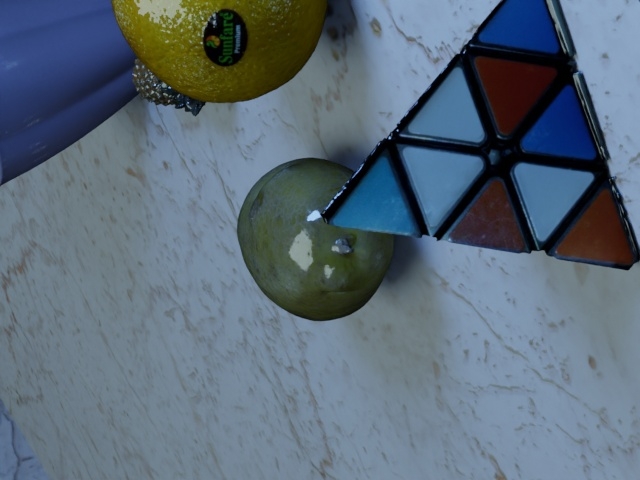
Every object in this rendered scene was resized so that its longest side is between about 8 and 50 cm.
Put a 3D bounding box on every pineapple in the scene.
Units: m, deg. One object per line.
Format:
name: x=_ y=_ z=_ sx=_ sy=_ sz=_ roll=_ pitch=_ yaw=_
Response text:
pineapple: x=-0.168 y=-0.190 z=2.237 sx=0.159 sy=0.074 sz=0.074 roll=23 pitch=133 yaw=55

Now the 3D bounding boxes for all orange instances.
orange: x=-0.102 y=-0.255 z=1.868 sx=0.236 sy=0.236 sz=0.236 roll=45 pitch=150 yaw=36

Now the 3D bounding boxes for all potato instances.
potato: x=0.000 y=0.000 z=1.989 sx=0.174 sy=0.159 sz=0.251 roll=41 pitch=171 yaw=-11

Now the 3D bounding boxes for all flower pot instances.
flower pot: x=-0.378 y=-0.231 z=2.420 sx=0.265 sy=0.243 sz=0.265 roll=42 pitch=148 yaw=35

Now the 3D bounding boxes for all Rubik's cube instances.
Rubik's cube: x=0.159 y=-0.145 z=1.642 sx=0.250 sy=0.284 sz=0.234 roll=-91 pitch=13 yaw=-62
